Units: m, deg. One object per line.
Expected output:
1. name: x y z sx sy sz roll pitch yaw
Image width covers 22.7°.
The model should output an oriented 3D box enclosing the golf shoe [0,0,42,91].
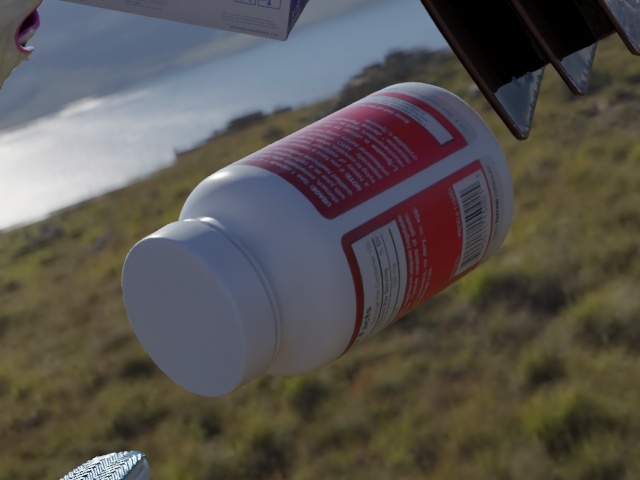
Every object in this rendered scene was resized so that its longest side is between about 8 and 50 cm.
1. golf shoe: -0.336 -0.166 1.539 0.140 0.115 0.306 -22 -14 -21

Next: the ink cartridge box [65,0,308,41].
1. ink cartridge box: -0.112 -0.192 1.107 0.207 0.046 0.097 11 28 6

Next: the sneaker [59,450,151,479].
1. sneaker: -0.227 0.295 1.501 0.087 0.092 0.229 -6 37 41

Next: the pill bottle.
1. pill bottle: 0.000 0.000 1.669 0.229 0.229 0.407 -5 18 47

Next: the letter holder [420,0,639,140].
1. letter holder: 0.212 -0.289 1.708 0.152 0.302 0.214 -23 25 30
